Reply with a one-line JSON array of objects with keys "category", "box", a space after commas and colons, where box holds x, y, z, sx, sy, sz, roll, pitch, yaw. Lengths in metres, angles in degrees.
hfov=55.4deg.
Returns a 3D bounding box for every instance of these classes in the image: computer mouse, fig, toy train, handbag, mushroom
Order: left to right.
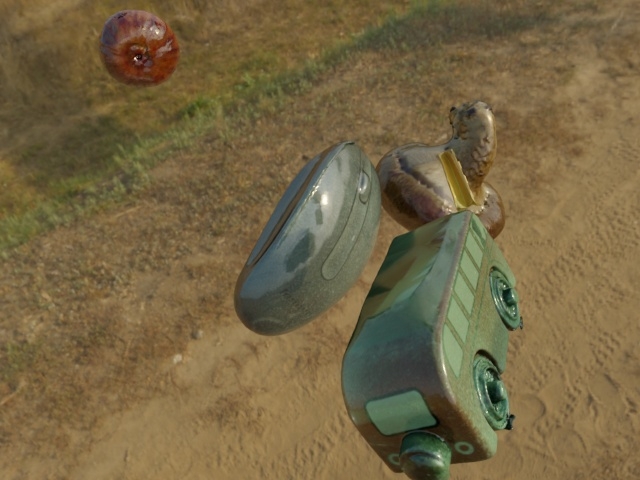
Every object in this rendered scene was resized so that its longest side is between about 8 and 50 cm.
[{"category": "fig", "box": [-0.306, -0.318, 0.991, 0.150, 0.128, 0.128, 33, 56, 22]}, {"category": "computer mouse", "box": [0.003, 0.002, 1.019, 0.114, 0.203, 0.374, 18, 72, 49]}, {"category": "toy train", "box": [0.126, 0.098, 0.653, 0.129, 0.159, 0.326, -25, 20, 33]}, {"category": "mushroom", "box": [0.237, -0.102, 1.165, 0.267, 0.254, 0.267, -1, 57, 2]}, {"category": "handbag", "box": [0.184, -0.079, 0.809, 0.027, 0.061, 0.083, -23, 81, 20]}]
